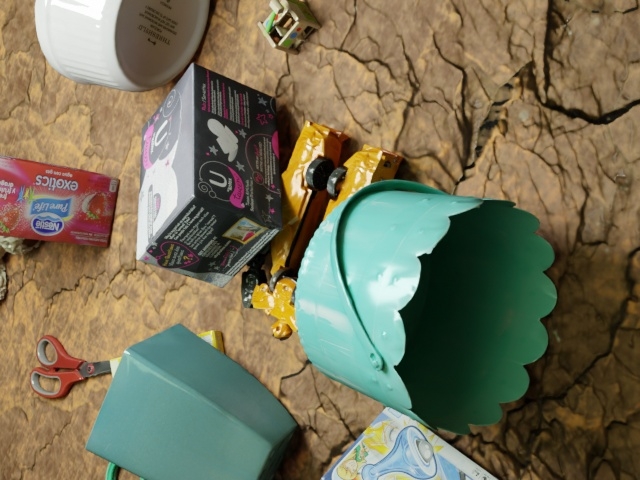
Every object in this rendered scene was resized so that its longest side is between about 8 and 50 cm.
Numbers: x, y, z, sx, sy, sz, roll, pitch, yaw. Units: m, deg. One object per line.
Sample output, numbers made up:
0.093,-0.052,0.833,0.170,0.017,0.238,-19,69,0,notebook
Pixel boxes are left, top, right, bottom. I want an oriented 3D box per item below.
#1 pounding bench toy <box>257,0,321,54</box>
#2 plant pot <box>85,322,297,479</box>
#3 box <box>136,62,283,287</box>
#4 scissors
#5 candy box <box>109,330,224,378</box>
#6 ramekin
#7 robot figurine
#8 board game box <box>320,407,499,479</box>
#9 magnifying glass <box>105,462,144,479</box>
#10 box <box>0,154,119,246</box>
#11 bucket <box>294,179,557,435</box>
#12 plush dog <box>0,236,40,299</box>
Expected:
-0.056,-0.304,1.405,0.065,0.083,0.052,-45,62,27,pounding bench toy
-0.166,0.258,1.393,0.234,0.165,0.166,29,106,13,plant pot
-0.157,-0.089,1.372,0.163,0.142,0.247,-42,39,38,box
-0.396,0.228,1.688,0.297,0.021,0.109,5,88,38,scissors
-0.232,0.211,1.530,0.205,0.027,0.105,-17,80,27,candy box
-0.278,-0.346,1.482,0.127,0.273,0.273,25,103,25,ramekin
0.000,0.000,1.342,0.211,0.085,0.291,27,103,37,robot figurine
0.117,0.304,1.212,0.201,0.035,0.136,31,67,35,board game box
-0.291,0.325,1.591,0.092,0.026,0.231,23,99,37,magnifying glass
-0.468,-0.067,1.609,0.128,0.257,0.123,13,93,38,box
0.117,0.068,1.134,0.183,0.281,0.281,13,95,43,bucket
-0.659,-0.012,1.777,0.262,0.225,0.211,-49,60,26,plush dog
